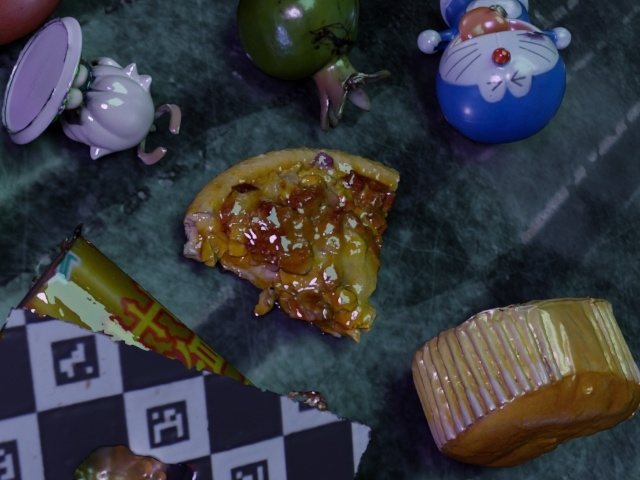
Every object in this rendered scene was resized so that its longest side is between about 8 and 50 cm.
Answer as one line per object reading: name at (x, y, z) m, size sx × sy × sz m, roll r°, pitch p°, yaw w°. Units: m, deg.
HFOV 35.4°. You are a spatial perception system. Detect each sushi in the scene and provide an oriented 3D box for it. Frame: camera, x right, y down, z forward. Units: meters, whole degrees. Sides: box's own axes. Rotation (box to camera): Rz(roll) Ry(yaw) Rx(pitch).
sushi at (-0.135, 0.220, 0.708) m, size 0.292 × 0.059 × 0.294 m, roll 22°, pitch 87°, yaw -30°

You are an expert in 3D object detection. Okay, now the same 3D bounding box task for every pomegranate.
pomegranate at (-0.007, -0.225, 1.147) m, size 0.152 × 0.131 × 0.191 m, roll -25°, pitch 86°, yaw -44°

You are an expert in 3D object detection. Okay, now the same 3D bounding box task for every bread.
bread at (0.218, 0.150, 1.042) m, size 0.250 × 0.179 × 0.133 m, roll 4°, pitch 53°, yaw -41°

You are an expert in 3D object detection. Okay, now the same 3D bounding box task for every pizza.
pizza at (0.000, 0.000, 1.047) m, size 0.289 × 0.081 × 0.229 m, roll -11°, pitch 70°, yaw -39°

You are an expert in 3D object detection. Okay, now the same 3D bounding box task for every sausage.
sausage at (-0.131, 0.138, 0.853) m, size 0.317 × 0.117 × 0.125 m, roll 42°, pitch 57°, yaw -6°

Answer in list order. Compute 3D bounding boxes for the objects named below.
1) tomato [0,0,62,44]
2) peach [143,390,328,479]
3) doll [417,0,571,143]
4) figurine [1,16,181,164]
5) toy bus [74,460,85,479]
tomato at (-0.334, -0.304, 0.907) m, size 0.255 × 0.224 × 0.256 m, roll 37°, pitch 27°, yaw -22°
peach at (-0.080, 0.234, 0.800) m, size 0.189 × 0.068 × 0.279 m, roll 33°, pitch 87°, yaw -22°
doll at (0.231, -0.243, 1.297) m, size 0.215 × 0.161 × 0.257 m, roll -1°, pitch 49°, yaw -4°
figurine at (-0.209, -0.127, 0.970) m, size 0.153 × 0.132 × 0.132 m, roll 24°, pitch 52°, yaw -38°
toy bus at (-0.271, 0.166, 0.711) m, size 0.209 × 0.136 × 0.126 m, roll -10°, pitch 91°, yaw -38°
